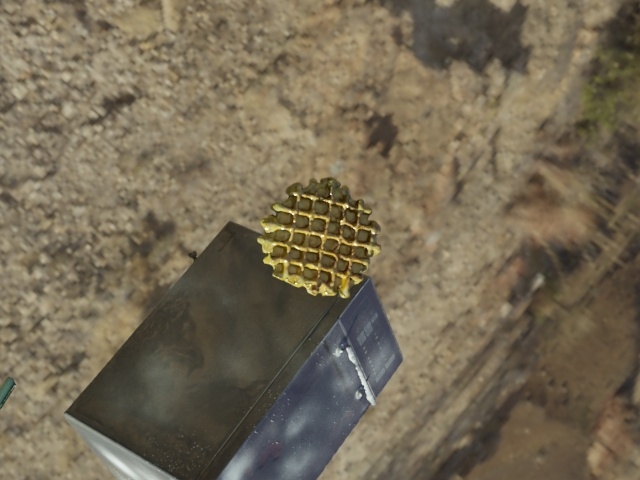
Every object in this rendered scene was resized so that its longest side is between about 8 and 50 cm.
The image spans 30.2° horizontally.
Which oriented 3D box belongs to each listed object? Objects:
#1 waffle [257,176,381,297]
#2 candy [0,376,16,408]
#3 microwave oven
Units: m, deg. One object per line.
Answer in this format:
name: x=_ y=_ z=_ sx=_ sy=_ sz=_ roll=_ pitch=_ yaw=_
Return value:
waffle: x=0.000 y=-0.005 z=1.749 sx=0.191 sy=0.191 sz=0.038 roll=-44 pitch=-165 yaw=-14
candy: x=-0.480 y=0.313 z=1.496 sx=0.092 sy=0.093 sz=0.335 roll=96 pitch=19 yaw=-61
microwave oven: x=-0.135 y=0.230 z=1.913 sx=0.432 sy=0.374 sz=0.236 roll=-50 pitch=143 yaw=-24
